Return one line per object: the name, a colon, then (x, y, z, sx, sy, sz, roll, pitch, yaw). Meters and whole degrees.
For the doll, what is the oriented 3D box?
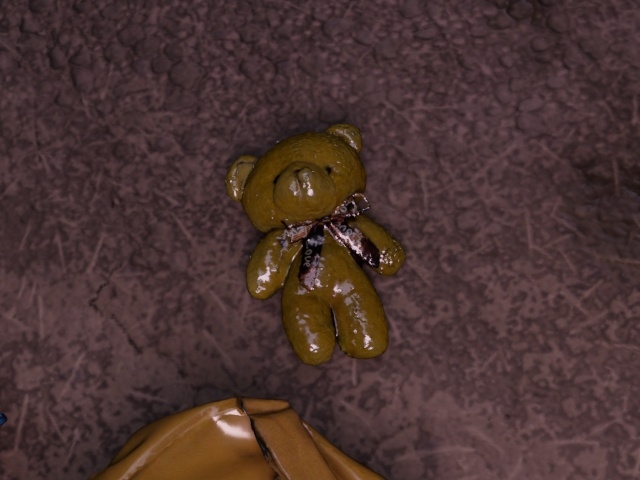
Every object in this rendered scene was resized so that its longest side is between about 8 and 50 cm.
doll: (0.000, 0.000, 1.510, 0.137, 0.097, 0.209, -15, 65, -8)

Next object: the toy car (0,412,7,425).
toy car: (-0.381, 0.192, 1.409, 0.314, 0.198, 0.166, -40, 95, -13)

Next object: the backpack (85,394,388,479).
backpack: (-0.055, 0.312, 1.275, 0.353, 0.201, 0.378, -37, 65, -12)
